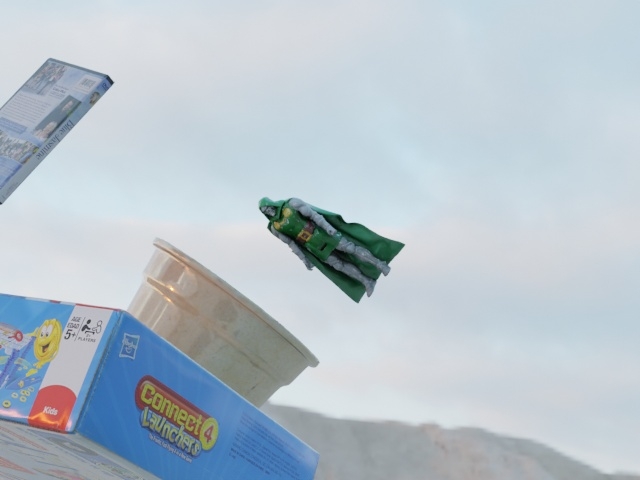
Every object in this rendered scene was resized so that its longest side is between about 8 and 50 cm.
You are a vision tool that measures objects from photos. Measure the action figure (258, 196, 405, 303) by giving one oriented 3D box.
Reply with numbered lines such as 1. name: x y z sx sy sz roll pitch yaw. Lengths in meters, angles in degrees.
1. action figure: 0.000 0.000 1.759 0.232 0.063 0.137 32 -66 -8

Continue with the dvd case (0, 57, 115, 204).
1. dvd case: -0.445 -0.172 1.687 0.180 0.253 0.022 22 -24 45

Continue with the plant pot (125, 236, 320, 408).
1. plant pot: -0.224 0.216 1.772 0.334 0.305 0.334 36 -10 7

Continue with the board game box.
1. board game box: -0.202 0.136 0.868 0.302 0.086 0.308 5 -25 29
